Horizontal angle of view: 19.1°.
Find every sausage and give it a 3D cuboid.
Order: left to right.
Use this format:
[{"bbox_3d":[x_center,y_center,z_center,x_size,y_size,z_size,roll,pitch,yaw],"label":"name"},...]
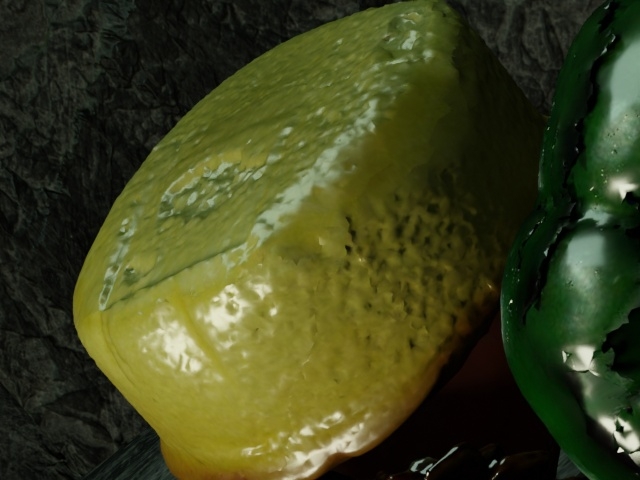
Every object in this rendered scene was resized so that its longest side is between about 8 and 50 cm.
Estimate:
[{"bbox_3d":[0.071,0.096,1.081,0.148,0.148,0.254,-93,15,-85],"label":"sausage"}]

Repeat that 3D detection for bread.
[{"bbox_3d":[0.000,0.000,0.963,0.270,0.148,0.270,-34,23,16],"label":"bread"}]

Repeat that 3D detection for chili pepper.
[{"bbox_3d":[0.189,0.012,0.786,0.233,0.248,0.257,-52,-6,-1],"label":"chili pepper"}]

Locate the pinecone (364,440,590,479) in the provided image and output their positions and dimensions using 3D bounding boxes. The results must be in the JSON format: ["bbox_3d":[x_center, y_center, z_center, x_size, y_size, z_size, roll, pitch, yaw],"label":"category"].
[{"bbox_3d":[0.051,0.172,0.774,0.163,0.165,0.163,-11,-14,-3],"label":"pinecone"}]

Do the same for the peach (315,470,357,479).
[{"bbox_3d":[-0.042,0.214,0.977,0.190,0.196,0.226,-4,-13,-29],"label":"peach"}]
